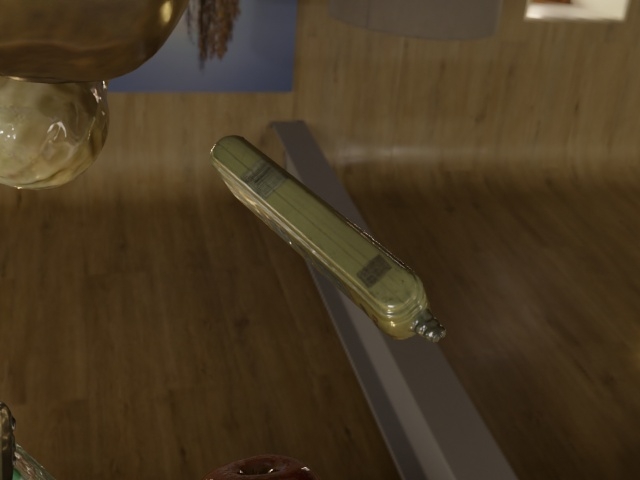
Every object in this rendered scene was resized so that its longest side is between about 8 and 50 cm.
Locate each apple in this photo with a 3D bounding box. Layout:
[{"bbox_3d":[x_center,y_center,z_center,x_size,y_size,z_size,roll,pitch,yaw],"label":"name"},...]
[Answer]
[{"bbox_3d":[-0.090,0.397,1.128,0.201,0.162,0.201,-4,-178,0],"label":"apple"}]

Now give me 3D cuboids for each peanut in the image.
[{"bbox_3d":[-0.252,-0.149,0.738,0.120,0.136,0.298,22,-145,-24],"label":"peanut"}]

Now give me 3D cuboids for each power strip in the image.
[{"bbox_3d":[0.000,0.000,0.923,0.066,0.092,0.387,-44,-125,-10],"label":"power strip"}]

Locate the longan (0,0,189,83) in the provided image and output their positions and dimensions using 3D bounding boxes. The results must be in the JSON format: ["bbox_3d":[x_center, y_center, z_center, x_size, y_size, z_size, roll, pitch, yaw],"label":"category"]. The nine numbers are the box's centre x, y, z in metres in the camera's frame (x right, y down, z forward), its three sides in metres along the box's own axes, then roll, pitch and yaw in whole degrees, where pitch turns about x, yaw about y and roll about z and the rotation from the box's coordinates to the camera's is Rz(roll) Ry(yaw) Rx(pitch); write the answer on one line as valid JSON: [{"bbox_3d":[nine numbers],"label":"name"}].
[{"bbox_3d":[-0.136,-0.145,0.337,0.167,0.167,0.187,29,174,40],"label":"longan"}]

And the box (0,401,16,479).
[{"bbox_3d":[-0.338,0.229,0.602,0.058,0.211,0.350,-7,168,6],"label":"box"}]

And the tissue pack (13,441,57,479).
[{"bbox_3d":[-0.489,0.412,1.134,0.228,0.311,0.128,-42,-159,-10],"label":"tissue pack"}]
